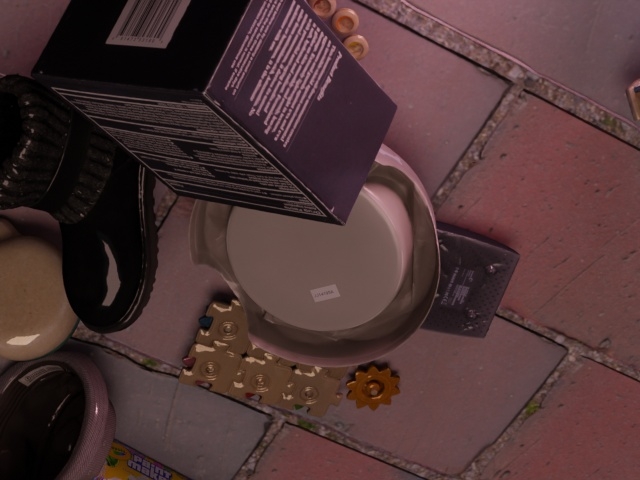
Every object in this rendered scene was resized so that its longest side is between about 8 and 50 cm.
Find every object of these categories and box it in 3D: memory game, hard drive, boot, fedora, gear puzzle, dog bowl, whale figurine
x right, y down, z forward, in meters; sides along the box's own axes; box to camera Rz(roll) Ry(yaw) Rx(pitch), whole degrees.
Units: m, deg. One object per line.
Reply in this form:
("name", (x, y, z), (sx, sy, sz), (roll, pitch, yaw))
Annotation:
("memory game", (-0.029, -0.247, 1.764), (0.186, 0.012, 0.186), (-1, 123, -1))
("hard drive", (0.141, 0.044, 1.934), (0.255, 0.054, 0.172), (13, 121, -9))
("boot", (-0.332, -0.037, 1.702), (0.131, 0.260, 0.348), (9, 100, 30))
("fedora", (-0.403, 0.302, 1.996), (0.244, 0.275, 0.124), (13, 162, 33))
("gear puzzle", (-0.032, 0.179, 2.030), (0.339, 0.044, 0.175), (16, 120, -15))
("dog bowl", (0.000, 0.000, 1.827), (0.349, 0.102, 0.349), (7, 119, 13))
("whale figurine", (-0.466, 0.078, 1.888), (0.272, 0.216, 0.141), (6, 167, 4))

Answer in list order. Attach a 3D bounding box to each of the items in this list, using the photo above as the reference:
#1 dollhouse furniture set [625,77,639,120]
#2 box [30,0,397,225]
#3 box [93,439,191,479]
("dollhouse furniture set", (0.500, -0.338, 1.693), (0.286, 0.198, 0.303), (-17, 92, -16))
("box", (-0.120, -0.178, 1.583), (0.296, 0.183, 0.294), (12, 159, 39))
("box", (-0.285, 0.500, 2.086), (0.290, 0.279, 0.177), (32, 116, -20))
